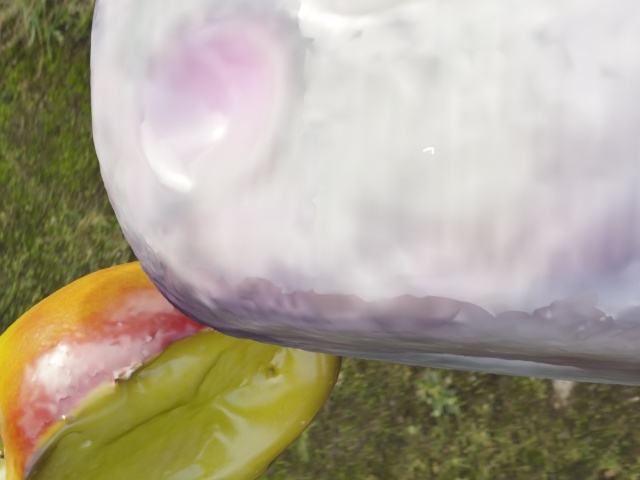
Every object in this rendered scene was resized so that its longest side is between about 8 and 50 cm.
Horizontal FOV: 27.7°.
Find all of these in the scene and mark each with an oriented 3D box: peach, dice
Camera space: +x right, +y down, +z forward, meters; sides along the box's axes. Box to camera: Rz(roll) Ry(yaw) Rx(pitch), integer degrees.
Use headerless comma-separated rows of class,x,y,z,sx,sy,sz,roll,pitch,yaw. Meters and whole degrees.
peach,-0.179,0.145,1.386,0.380,0.306,0.242,1,34,-36
dice,0.088,-0.082,0.542,0.270,0.270,0.271,17,76,-58
